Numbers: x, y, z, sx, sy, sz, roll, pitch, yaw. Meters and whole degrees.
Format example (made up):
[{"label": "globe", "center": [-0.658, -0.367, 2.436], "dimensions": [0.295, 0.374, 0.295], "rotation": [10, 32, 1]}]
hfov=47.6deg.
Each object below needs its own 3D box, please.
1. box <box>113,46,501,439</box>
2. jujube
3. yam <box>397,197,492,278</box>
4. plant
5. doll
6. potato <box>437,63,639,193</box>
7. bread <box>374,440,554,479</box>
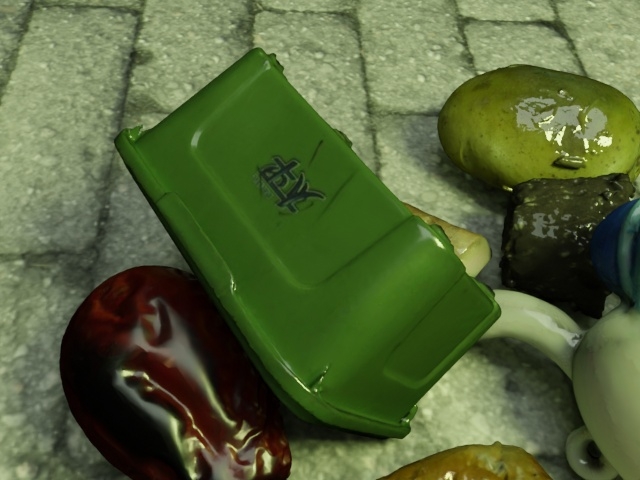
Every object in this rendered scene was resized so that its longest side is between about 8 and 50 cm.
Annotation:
[{"label": "box", "center": [0.000, 0.000, 0.649], "dimensions": [0.178, 0.253, 0.328], "rotation": [-40, 61, 5]}, {"label": "jujube", "center": [-0.117, 0.131, 0.616], "dimensions": [0.168, 0.168, 0.236], "rotation": [-28, 60, -26]}, {"label": "yam", "center": [0.024, -0.047, 0.827], "dimensions": [0.357, 0.081, 0.081], "rotation": [28, 53, 22]}, {"label": "plant", "center": [0.296, 0.006, 0.775], "dimensions": [0.203, 0.142, 0.131], "rotation": [2, 39, 8]}, {"label": "doll", "center": [0.341, 0.077, 0.603], "dimensions": [0.376, 0.365, 0.187], "rotation": [37, 24, 8]}, {"label": "potato", "center": [0.267, -0.129, 0.872], "dimensions": [0.228, 0.148, 0.197], "rotation": [33, 59, 28]}, {"label": "bread", "center": [0.075, 0.272, 0.501], "dimensions": [0.247, 0.176, 0.195], "rotation": [-21, 43, -3]}]
